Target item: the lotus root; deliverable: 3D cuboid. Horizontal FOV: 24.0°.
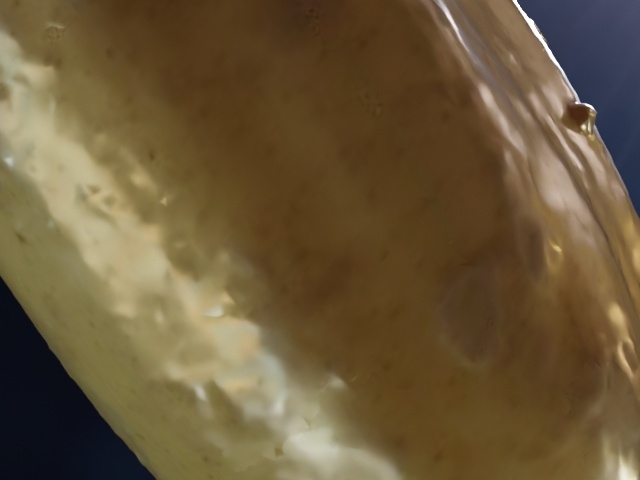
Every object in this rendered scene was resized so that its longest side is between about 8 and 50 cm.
[{"bbox_3d":[0.000,0.000,0.415,0.342,0.151,0.169,57,-153,-4],"label":"lotus root"}]
